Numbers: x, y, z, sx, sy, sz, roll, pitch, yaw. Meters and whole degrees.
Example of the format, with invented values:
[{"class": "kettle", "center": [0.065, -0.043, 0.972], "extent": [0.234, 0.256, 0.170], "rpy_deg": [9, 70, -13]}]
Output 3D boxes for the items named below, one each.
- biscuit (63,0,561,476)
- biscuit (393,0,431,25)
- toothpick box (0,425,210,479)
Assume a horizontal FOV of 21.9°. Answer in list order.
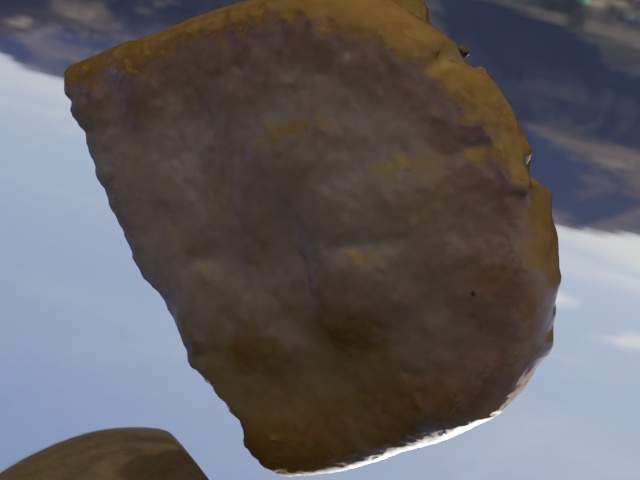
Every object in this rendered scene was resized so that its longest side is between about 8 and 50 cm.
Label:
[{"class": "biscuit", "center": [-0.001, 0.000, 1.423], "extent": [0.446, 0.429, 0.104], "rpy_deg": [-12, -170, 39]}, {"class": "biscuit", "center": [0.101, -0.154, 1.554], "extent": [0.047, 0.164, 0.208], "rpy_deg": [-23, -164, 12]}, {"class": "toothpick box", "center": [-0.232, 0.401, 1.473], "extent": [0.409, 0.425, 0.409], "rpy_deg": [52, 169, 14]}]
